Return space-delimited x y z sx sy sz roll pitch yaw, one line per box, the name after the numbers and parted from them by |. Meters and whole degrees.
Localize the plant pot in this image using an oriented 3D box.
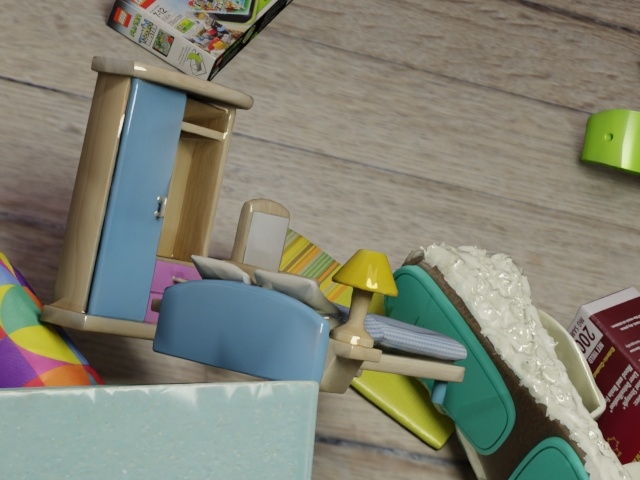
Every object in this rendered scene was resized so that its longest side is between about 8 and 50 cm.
-0.159 0.216 1.244 0.247 0.248 0.252 1 85 -29 | plant pot

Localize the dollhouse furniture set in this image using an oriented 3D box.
0.000 0.000 1.443 0.303 0.198 0.286 11 -1 38 | dollhouse furniture set

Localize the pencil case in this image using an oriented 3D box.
-0.233 0.091 1.467 0.104 0.104 0.236 -16 56 -39 | pencil case

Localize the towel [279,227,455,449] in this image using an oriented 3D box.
0.027 0.080 1.685 0.237 0.021 0.102 36 46 9 | towel

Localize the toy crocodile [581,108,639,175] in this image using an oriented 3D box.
0.418 -0.085 2.018 0.340 0.105 0.115 -1 89 -31 | toy crocodile

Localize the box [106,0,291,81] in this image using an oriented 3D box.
-0.107 -0.236 1.930 0.114 0.036 0.207 32 40 6 | box

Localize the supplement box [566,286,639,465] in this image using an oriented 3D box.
0.286 0.170 1.644 0.073 0.130 0.239 -18 56 -40 | supplement box

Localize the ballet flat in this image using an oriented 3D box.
0.190 0.161 1.576 0.147 0.147 0.409 -5 56 -33 | ballet flat
